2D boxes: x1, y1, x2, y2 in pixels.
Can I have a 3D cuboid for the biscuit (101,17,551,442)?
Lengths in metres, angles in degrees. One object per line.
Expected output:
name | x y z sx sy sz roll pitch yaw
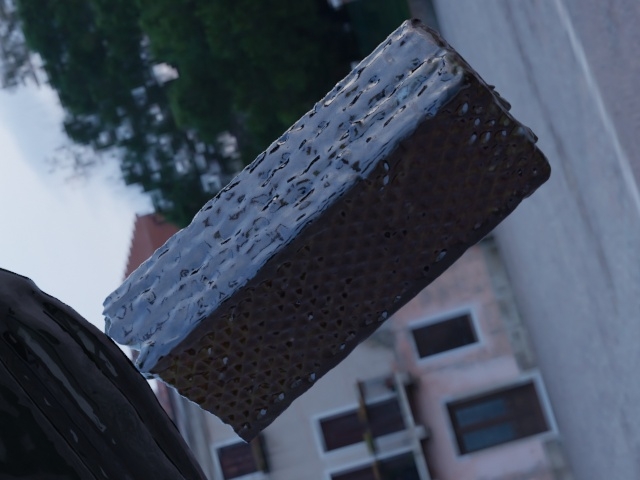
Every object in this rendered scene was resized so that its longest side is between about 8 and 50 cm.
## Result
biscuit | 0.000 0.000 0.695 0.106 0.252 0.070 41 -169 -46

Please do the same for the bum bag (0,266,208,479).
bum bag | -0.052 0.141 0.306 0.142 0.079 0.326 -31 -84 -44
